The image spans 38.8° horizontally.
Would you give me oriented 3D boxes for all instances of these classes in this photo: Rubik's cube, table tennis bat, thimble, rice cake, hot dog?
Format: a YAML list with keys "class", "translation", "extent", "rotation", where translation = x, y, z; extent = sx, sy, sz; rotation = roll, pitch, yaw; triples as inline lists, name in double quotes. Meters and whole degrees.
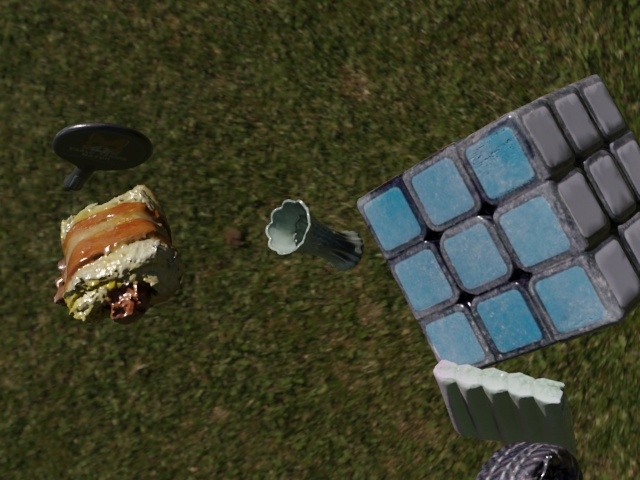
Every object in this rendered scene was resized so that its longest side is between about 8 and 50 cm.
- class: "Rubik's cube"
  translation: [0.295, -0.020, 1.299]
  extent: [0.305, 0.303, 0.301]
  rotation: [-32, 85, 44]
- class: "table tennis bat"
  translation: [-0.356, -0.132, 1.435]
  extent: [0.236, 0.150, 0.027]
  rotation: [-32, 54, 53]
- class: "thimble"
  translation: [0.184, 0.229, 0.812]
  extent: [0.066, 0.095, 0.104]
  rotation: [-2, 56, 46]
- class: "rice cake"
  translation: [0.250, 0.229, 1.213]
  extent: [0.189, 0.198, 0.037]
  rotation: [9, 60, 17]
- class: "hot dog"
  translation: [-0.225, 0.023, 1.020]
  extent: [0.146, 0.213, 0.103]
  rotation: [-21, 121, -1]

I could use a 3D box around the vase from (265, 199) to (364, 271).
- class: "vase"
  translation: [0.000, 0.000, 1.303]
  extent: [0.081, 0.148, 0.081]
  rotation: [-16, 65, 36]
